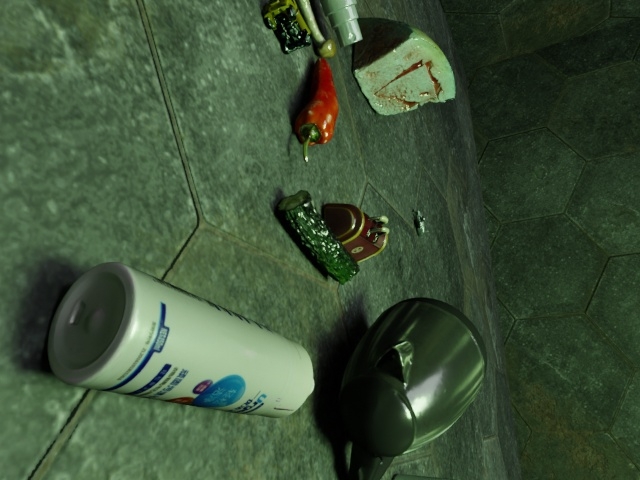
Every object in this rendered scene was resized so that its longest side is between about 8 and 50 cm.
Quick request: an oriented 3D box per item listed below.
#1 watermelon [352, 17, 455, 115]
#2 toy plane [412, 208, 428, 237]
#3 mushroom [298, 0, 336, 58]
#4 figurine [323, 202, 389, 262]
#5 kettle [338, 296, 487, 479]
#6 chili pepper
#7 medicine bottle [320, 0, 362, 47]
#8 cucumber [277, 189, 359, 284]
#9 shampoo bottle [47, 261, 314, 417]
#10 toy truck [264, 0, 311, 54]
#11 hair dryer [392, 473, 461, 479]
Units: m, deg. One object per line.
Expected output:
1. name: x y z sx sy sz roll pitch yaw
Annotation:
1. watermelon: 0.169 -0.419 1.155 0.262 0.201 0.213 44 2 40
2. toy plane: 0.283 -0.049 1.329 0.078 0.031 0.083 -33 108 -76
3. mushroom: -0.053 -0.442 0.802 0.306 0.043 0.068 47 15 -45
4. figurine: 0.079 -0.016 0.831 0.154 0.098 0.082 26 54 -56
5. kettle: 0.114 0.237 0.742 0.207 0.251 0.271 51 31 11
6. chili pepper: -0.001 -0.226 0.796 0.071 0.064 0.272 70 22 -46
7. medicine bottle: 0.001 -0.538 0.858 0.351 0.110 0.110 69 28 -21
8. cucumber: 0.001 0.000 0.713 0.187 0.058 0.058 52 37 -42
9. shampoo bottle: -0.091 0.115 0.445 0.303 0.092 0.092 42 44 -52
10. toy truck: -0.052 -0.349 0.749 0.083 0.049 0.054 48 38 -48
11. hair dryer: 0.153 0.430 0.782 0.236 0.131 0.073 36 49 -47
